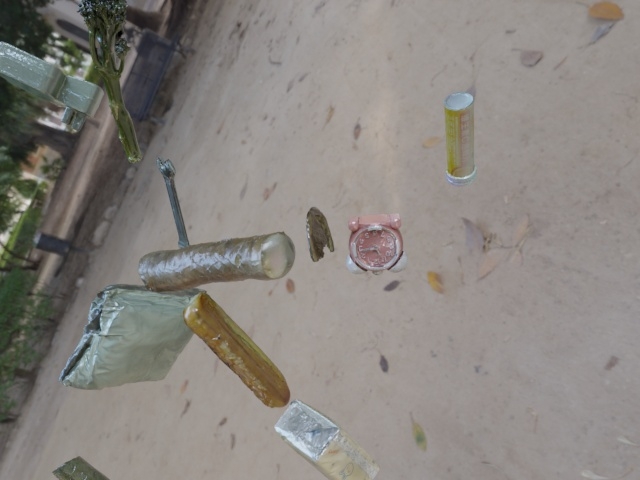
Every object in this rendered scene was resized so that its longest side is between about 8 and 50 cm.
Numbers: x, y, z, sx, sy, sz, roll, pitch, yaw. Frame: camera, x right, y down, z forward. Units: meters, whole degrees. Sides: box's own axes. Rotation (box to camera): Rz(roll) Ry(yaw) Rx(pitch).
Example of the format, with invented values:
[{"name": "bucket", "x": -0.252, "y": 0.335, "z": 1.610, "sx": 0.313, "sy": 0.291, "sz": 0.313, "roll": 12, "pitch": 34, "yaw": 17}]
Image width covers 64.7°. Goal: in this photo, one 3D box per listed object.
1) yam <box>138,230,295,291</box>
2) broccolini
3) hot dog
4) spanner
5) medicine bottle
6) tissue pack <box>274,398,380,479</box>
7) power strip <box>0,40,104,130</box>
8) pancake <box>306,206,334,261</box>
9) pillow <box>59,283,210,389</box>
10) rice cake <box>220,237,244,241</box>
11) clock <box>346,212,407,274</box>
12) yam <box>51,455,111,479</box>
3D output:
[{"name": "yam", "x": -0.180, "y": 0.040, "z": 0.828, "sx": 0.356, "sy": 0.081, "sz": 0.081, "roll": -8, "pitch": 63, "yaw": 42}, {"name": "broccolini", "x": -0.361, "y": -0.284, "z": 0.936, "sx": 0.074, "sy": 0.078, "sz": 0.392, "roll": 52, "pitch": 155, "yaw": 25}, {"name": "hot dog", "x": -0.118, "y": 0.159, "z": 0.714, "sx": 0.047, "sy": 0.216, "sz": 0.066, "roll": -29, "pitch": 26, "yaw": 19}, {"name": "spanner", "x": -0.342, "y": -0.068, "z": 1.204, "sx": 0.071, "sy": 0.017, "sz": 0.302, "roll": 33, "pitch": 142, "yaw": 33}, {"name": "medicine bottle", "x": 0.312, "y": -0.223, "z": 1.136, "sx": 0.073, "sy": 0.218, "sz": 0.074, "roll": -9, "pitch": 48, "yaw": 10}, {"name": "tissue pack", "x": 0.014, "y": 0.430, "z": 1.047, "sx": 0.148, "sy": 0.196, "sz": 0.092, "roll": 14, "pitch": 57, "yaw": 48}, {"name": "power strip", "x": -0.780, "y": -0.427, "z": 1.451, "sx": 0.141, "sy": 0.260, "sz": 0.229, "roll": -67, "pitch": 17, "yaw": -3}, {"name": "pancake", "x": 0.000, "y": 0.000, "z": 1.316, "sx": 0.020, "sy": 0.184, "sz": 0.191, "roll": -9, "pitch": 41, "yaw": 17}, {"name": "pillow", "x": -0.440, "y": 0.237, "z": 1.220, "sx": 0.138, "sy": 0.309, "sz": 0.284, "roll": 36, "pitch": 105, "yaw": 34}, {"name": "rice cake", "x": -0.283, "y": 0.014, "z": 1.738, "sx": 0.210, "sy": 0.034, "sz": 0.043, "roll": -4, "pitch": 54, "yaw": 48}, {"name": "clock", "x": 0.149, "y": 0.012, "z": 1.356, "sx": 0.093, "sy": 0.165, "sz": 0.162, "roll": -75, "pitch": -19, "yaw": -72}, {"name": "yam", "x": -0.571, "y": 0.581, "z": 1.224, "sx": 0.069, "sy": 0.146, "sz": 0.070, "roll": -43, "pitch": 10, "yaw": 9}]
